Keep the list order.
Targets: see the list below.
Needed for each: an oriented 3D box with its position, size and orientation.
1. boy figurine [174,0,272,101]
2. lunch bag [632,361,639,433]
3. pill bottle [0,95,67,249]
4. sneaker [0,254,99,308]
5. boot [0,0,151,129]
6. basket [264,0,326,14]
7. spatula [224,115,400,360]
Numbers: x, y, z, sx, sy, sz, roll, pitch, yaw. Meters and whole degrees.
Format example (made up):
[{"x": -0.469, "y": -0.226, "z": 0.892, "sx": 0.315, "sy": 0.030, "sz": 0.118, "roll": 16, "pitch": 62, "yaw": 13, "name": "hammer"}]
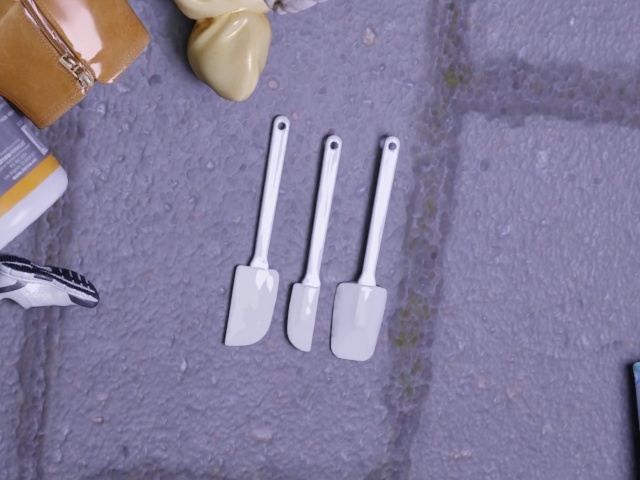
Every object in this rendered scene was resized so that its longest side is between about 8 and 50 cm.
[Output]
[{"x": -0.087, "y": -0.279, "z": 1.794, "sx": 0.177, "sy": 0.092, "sz": 0.285, "roll": -15, "pitch": 107, "yaw": -29, "name": "boy figurine"}, {"x": 0.490, "y": 0.226, "z": 2.055, "sx": 0.262, "sy": 0.160, "sz": 0.223, "roll": -8, "pitch": 100, "yaw": -29, "name": "lunch bag"}, {"x": -0.373, "y": -0.106, "z": 1.679, "sx": 0.162, "sy": 0.162, "sz": 0.278, "roll": -42, "pitch": 99, "yaw": -8, "name": "pill bottle"}, {"x": -0.271, "y": 0.048, "z": 1.825, "sx": 0.109, "sy": 0.040, "sz": 0.043, "roll": 18, "pitch": 110, "yaw": -18, "name": "sneaker"}, {"x": -0.229, "y": -0.265, "z": 1.747, "sx": 0.295, "sy": 0.104, "sz": 0.211, "roll": -47, "pitch": 116, "yaw": 4, "name": "boot"}, {"x": 0.071, "y": -0.410, "z": 1.644, "sx": 0.266, "sy": 0.328, "sz": 0.331, "roll": 59, "pitch": 46, "yaw": -21, "name": "basket"}, {"x": 0.000, "y": 0.000, "z": 1.918, "sx": 0.168, "sy": 0.019, "sz": 0.242, "roll": 8, "pitch": 96, "yaw": -15, "name": "spatula"}]
